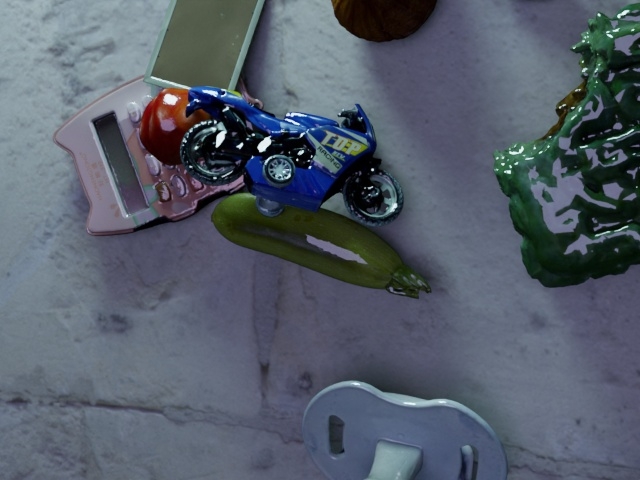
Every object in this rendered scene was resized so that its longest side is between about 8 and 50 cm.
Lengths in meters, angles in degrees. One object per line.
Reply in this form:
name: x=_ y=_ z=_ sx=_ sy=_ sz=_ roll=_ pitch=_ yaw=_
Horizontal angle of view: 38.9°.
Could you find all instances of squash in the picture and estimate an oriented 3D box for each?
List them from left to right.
squash: x=0.000 y=0.000 z=1.262 sx=0.341 sy=0.094 sz=0.094 roll=19 pitch=102 yaw=18

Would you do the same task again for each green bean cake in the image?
green bean cake: x=0.361 y=-0.118 z=1.082 sx=0.308 sy=0.169 sz=0.300 roll=-16 pitch=92 yaw=21

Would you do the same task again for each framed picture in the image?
framed picture: x=-0.163 y=-0.294 z=1.296 sx=0.142 sy=0.011 sz=0.183 roll=18 pitch=88 yaw=16

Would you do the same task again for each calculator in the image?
calculator: x=-0.227 y=-0.138 z=1.344 sx=0.329 sy=0.048 sz=0.220 roll=-20 pitch=89 yaw=17

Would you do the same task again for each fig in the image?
fig: x=0.066 y=-0.333 z=1.140 sx=0.134 sy=0.201 sz=0.146 roll=34 pitch=100 yaw=21

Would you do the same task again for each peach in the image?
peach: x=-0.201 y=-0.157 z=1.264 sx=0.100 sy=0.101 sz=0.101 roll=2 pitch=98 yaw=18

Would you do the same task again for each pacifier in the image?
pacifier: x=0.093 y=0.316 z=1.202 sx=0.287 sy=0.226 sz=0.238 roll=13 pitch=120 yaw=18

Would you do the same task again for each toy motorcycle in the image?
toy motorcycle: x=-0.033 y=-0.123 z=1.212 sx=0.315 sy=0.113 sz=0.169 roll=15 pitch=69 yaw=-4
